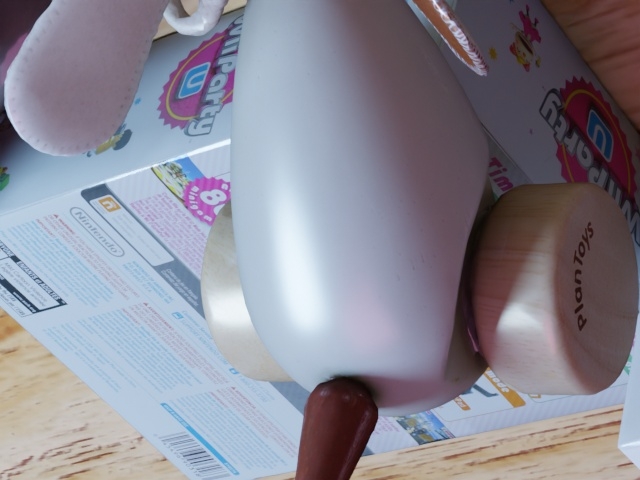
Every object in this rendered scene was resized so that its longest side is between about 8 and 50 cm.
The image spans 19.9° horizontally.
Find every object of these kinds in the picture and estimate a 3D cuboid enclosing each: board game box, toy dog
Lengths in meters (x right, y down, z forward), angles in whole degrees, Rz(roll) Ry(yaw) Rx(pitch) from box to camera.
[{"bbox_3d":[0.000,0.000,0.875,0.303,0.097,0.224,-15,132,36],"label":"board game box"},{"bbox_3d":[-0.016,-0.038,0.641,0.220,0.161,0.333,-25,115,39],"label":"toy dog"}]

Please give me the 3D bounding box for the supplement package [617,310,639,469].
[{"bbox_3d":[0.206,0.031,0.765,0.105,0.179,0.105,-19,130,39],"label":"supplement package"}]

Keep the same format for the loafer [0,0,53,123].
[{"bbox_3d":[-0.240,-0.053,0.864,0.130,0.134,0.366,36,122,-14],"label":"loafer"}]
